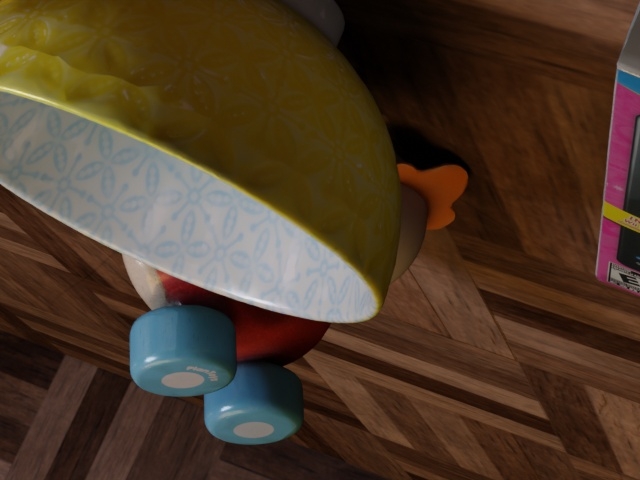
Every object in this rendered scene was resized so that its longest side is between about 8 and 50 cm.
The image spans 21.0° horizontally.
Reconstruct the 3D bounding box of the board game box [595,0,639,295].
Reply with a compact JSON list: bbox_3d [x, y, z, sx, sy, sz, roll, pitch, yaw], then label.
[{"bbox_3d":[0.250,-0.026,0.819,0.224,0.097,0.303,21,164,13],"label":"board game box"}]

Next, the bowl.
[{"bbox_3d":[-0.068,-0.083,1.006,0.289,0.156,0.289,23,166,6],"label":"bowl"}]

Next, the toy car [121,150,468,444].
[{"bbox_3d":[0.000,0.000,1.221,0.238,0.219,0.210,-14,150,21],"label":"toy car"}]
